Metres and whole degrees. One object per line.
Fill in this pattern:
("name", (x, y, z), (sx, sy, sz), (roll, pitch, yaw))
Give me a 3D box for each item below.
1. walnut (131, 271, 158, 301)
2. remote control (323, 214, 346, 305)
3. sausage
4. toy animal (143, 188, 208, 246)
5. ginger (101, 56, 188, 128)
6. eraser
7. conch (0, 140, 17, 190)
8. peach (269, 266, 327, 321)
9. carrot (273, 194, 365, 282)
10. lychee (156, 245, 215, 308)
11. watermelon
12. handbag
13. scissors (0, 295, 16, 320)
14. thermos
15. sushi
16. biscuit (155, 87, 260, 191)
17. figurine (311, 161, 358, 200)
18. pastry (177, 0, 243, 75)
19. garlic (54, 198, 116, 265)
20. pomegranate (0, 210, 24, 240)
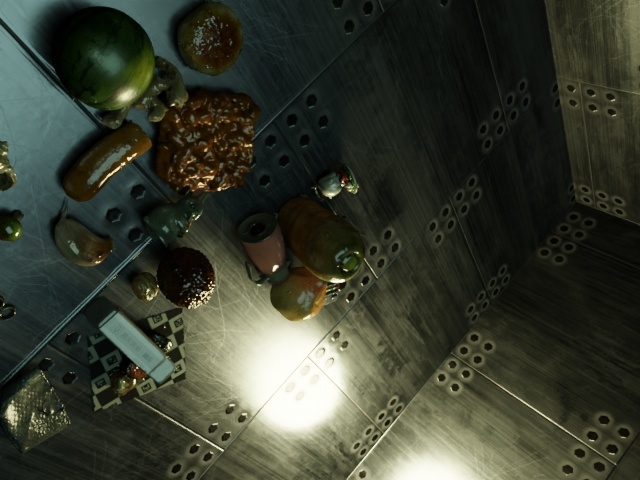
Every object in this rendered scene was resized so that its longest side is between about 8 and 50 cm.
("walnut", (-0.557, 0.145, 1.797), (0.079, 0.082, 0.096), (-55, 144, -46))
("remote control", (0.025, 0.086, 2.292), (0.144, 0.062, 0.399), (-15, 123, -35))
("sausage", (-0.588, -0.215, 1.547), (0.270, 0.109, 0.109), (-46, 135, -12))
("toy animal", (-0.432, -0.087, 1.754), (0.236, 0.108, 0.138), (-43, 134, -16))
("ginger", (-0.471, -0.379, 1.539), (0.259, 0.149, 0.065), (-46, 172, -16))
("eraser", (-0.603, 0.322, 1.809), (0.089, 0.061, 0.352), (-44, 120, -13))
("conch", (-0.817, -0.163, 1.352), (0.207, 0.130, 0.155), (-40, 122, 2))
("peach", (-0.071, 0.201, 2.162), (0.232, 0.232, 0.233), (-21, 125, -32))
("carrot", (0.000, 0.000, 2.027), (0.224, 0.340, 0.224), (-24, 132, -31))
("lychee", (-0.430, 0.118, 1.806), (0.200, 0.200, 0.238), (-51, 166, -7))
("watermelon", (-0.526, -0.442, 1.378), (0.242, 0.242, 0.243), (-21, 125, -32))
("handbag", (-0.882, 0.520, 1.722), (0.175, 0.088, 0.271), (-33, 131, -35))
("scissors", (-0.947, 0.243, 1.546), (0.220, 0.017, 0.088), (-42, 135, -16))
("thermos", (-0.198, 0.052, 2.021), (0.176, 0.146, 0.265), (-37, 137, -20))
("sushi", (-0.598, 0.420, 1.918), (0.339, 0.068, 0.320), (-14, 121, -36))
("biscuit", (-0.345, -0.298, 1.713), (0.318, 0.110, 0.312), (-10, 120, -38))
("figurine", (0.048, -0.206, 2.117), (0.153, 0.132, 0.132), (-27, 129, -14))
("pastry", (-0.308, -0.568, 1.605), (0.192, 0.093, 0.182), (-47, 138, -12))
("garlic", (-0.686, -0.007, 1.603), (0.129, 0.090, 0.198), (-58, 132, -22))
("pomegranate", (-0.812, -0.040, 1.472), (0.073, 0.073, 0.085), (18, 83, -46))
